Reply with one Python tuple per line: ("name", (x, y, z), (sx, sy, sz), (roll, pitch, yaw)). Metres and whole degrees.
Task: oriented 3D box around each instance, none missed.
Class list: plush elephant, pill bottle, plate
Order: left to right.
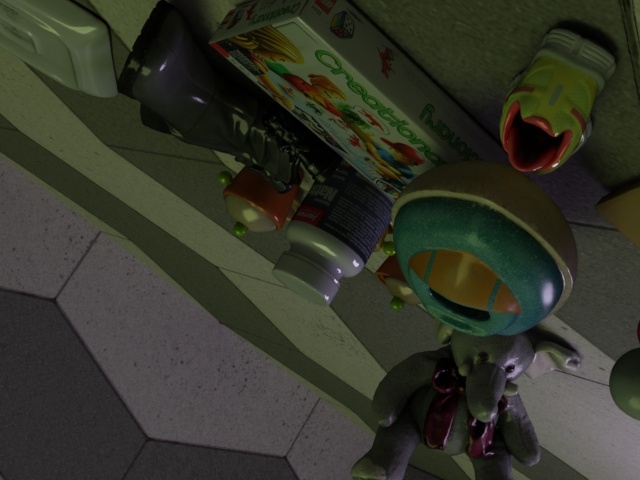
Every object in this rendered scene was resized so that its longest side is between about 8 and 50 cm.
("plate", (-0.419, -0.307, 1.486), (0.277, 0.045, 0.278), (32, 165, 0))
("pill bottle", (0.021, -0.017, 1.288), (0.108, 0.180, 0.108), (29, 165, 8))
("plush elephant", (0.228, 0.216, 1.554), (0.272, 0.330, 0.255), (18, 143, -2))

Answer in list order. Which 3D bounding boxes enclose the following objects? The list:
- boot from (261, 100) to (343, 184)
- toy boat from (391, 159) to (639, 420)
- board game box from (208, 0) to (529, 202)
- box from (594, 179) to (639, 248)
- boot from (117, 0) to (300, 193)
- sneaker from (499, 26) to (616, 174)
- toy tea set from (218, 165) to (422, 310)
("boot", (-0.014, -0.125, 1.200), (0.045, 0.121, 0.099), (-36, 105, 30))
("toy boat", (0.206, 0.049, 1.009), (0.318, 0.148, 0.267), (23, 161, 18))
("board game box", (0.049, -0.137, 1.086), (0.305, 0.053, 0.193), (38, 163, -25))
("box", (0.354, -0.002, 0.936), (0.164, 0.021, 0.201), (41, 164, -3))
("boot", (-0.107, -0.160, 1.252), (0.222, 0.118, 0.338), (28, 176, 2))
("sneaker", (0.181, -0.093, 0.884), (0.081, 0.094, 0.208), (26, 166, 13))
("toy tea set", (0.000, 0.000, 1.495), (0.336, 0.124, 0.200), (28, 165, 14))
